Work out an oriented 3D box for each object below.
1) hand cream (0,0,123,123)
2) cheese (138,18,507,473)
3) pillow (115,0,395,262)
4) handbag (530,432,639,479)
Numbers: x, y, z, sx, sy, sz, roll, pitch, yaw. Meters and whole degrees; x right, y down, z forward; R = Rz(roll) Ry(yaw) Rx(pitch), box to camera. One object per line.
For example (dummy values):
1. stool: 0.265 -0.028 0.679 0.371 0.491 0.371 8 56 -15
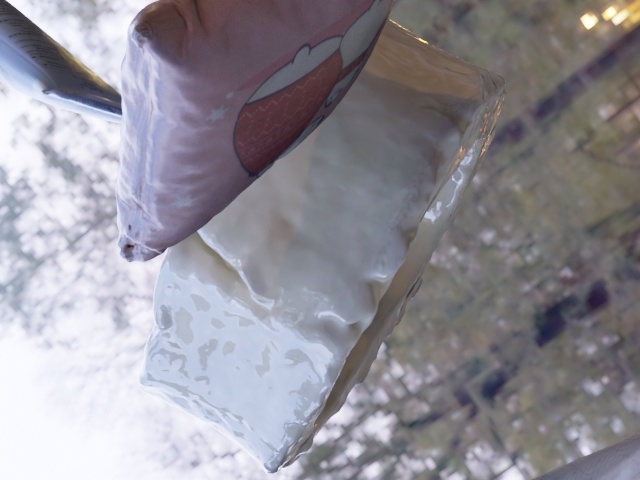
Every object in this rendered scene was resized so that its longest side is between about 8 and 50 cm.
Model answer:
1. hand cream: -0.208 -0.133 1.036 0.088 0.055 0.256 19 -171 -45
2. cheese: -0.002 -0.002 1.121 0.153 0.332 0.292 28 160 8
3. pillow: -0.033 -0.107 0.861 0.084 0.223 0.236 40 -123 10
4. handbag: 0.118 0.182 0.676 0.117 0.270 0.182 13 -116 -21
